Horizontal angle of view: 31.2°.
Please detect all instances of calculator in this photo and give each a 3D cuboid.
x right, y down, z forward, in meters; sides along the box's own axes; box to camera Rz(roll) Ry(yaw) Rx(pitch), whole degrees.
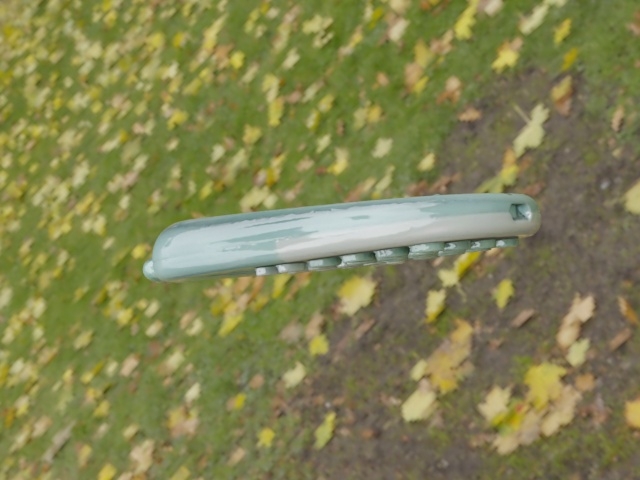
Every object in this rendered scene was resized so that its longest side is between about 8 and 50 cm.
[{"bbox_3d":[0.000,0.000,0.385,0.153,0.021,0.095,-5,-2,39],"label":"calculator"}]
